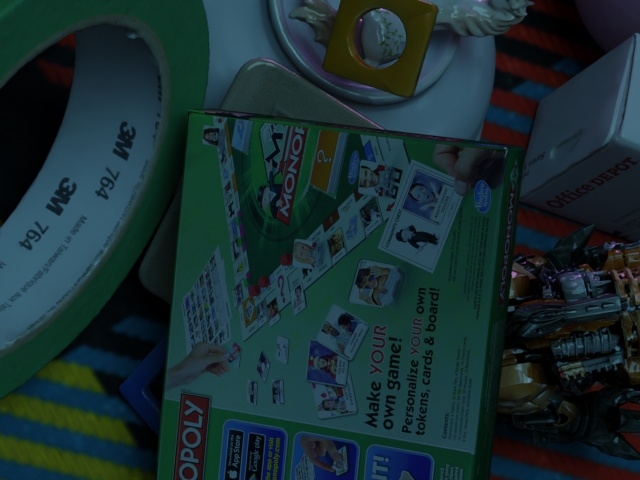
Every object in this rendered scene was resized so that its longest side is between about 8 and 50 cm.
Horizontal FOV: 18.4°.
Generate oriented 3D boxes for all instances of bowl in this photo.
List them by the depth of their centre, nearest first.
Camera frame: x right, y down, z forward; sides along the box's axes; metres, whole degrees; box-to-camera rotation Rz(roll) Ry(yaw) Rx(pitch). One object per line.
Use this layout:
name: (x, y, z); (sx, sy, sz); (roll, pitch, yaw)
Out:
bowl: (0.010, -0.144, 1.397); (0.298, 0.134, 0.297); (6, 74, -21)

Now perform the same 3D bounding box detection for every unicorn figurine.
unicorn figurine: (0.065, -0.163, 1.321); (0.162, 0.060, 0.111); (-38, 89, -6)

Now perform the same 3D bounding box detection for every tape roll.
tape roll: (-0.193, -0.044, 1.189); (0.077, 0.321, 0.321); (30, 63, 21)

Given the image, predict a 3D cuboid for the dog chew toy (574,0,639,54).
dog chew toy: (0.289, -0.285, 1.515); (0.207, 0.206, 0.331); (9, 65, -19)

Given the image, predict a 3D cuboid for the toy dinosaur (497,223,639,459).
toy dinosaur: (0.144, 0.057, 1.329); (0.322, 0.218, 0.164); (9, 87, 21)

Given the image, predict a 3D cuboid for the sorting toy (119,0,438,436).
sorting toy: (0.000, 0.000, 1.298); (0.196, 0.047, 0.347); (33, 106, 16)

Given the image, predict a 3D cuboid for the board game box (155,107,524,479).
board game box: (0.006, 0.085, 1.252); (0.214, 0.046, 0.317); (9, 98, 20)

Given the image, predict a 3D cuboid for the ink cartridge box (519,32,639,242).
ink cartridge box: (0.280, -0.055, 1.462); (0.219, 0.160, 0.092); (19, 68, -16)
